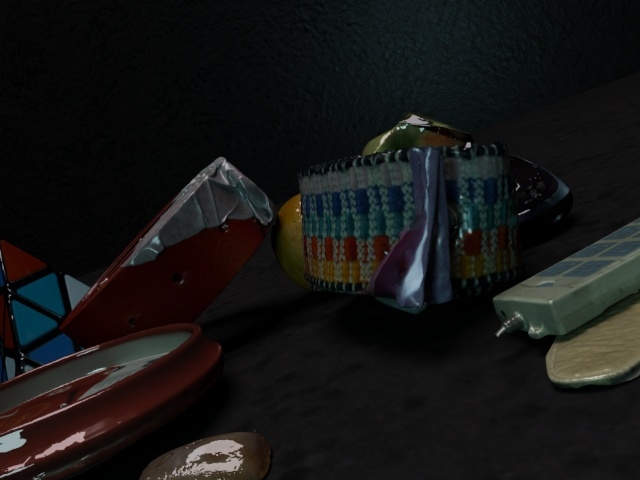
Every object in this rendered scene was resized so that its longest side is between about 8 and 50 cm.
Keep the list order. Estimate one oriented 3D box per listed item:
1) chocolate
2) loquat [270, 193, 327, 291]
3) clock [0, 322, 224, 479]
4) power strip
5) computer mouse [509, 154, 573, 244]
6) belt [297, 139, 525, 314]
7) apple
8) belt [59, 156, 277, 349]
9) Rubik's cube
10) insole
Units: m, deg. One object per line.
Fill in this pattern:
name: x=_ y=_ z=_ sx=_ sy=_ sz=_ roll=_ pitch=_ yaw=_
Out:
chocolate: x=-0.086 y=0.161 z=0.461 sx=0.101 sy=0.031 sz=0.064 roll=-19 pitch=14 yaw=7
loquat: x=0.000 y=0.000 z=0.865 sx=0.141 sy=0.141 sz=0.141 roll=-21 pitch=9 yaw=3
clock: x=-0.242 y=0.169 z=0.625 sx=0.319 sy=0.080 sz=0.318 roll=-18 pitch=5 yaw=2
power strip: x=0.223 y=0.019 z=0.502 sx=0.227 sy=0.029 sz=0.080 roll=-25 pitch=6 yaw=-16
computer mouse: x=0.202 y=-0.049 z=0.818 sx=0.137 sy=0.096 sz=0.233 roll=-26 pitch=11 yaw=-21
belt: x=0.091 y=-0.009 z=0.669 sx=0.207 sy=0.160 sz=0.295 roll=-6 pitch=5 yaw=-22
apple: x=0.169 y=-0.129 z=1.146 sx=0.207 sy=0.173 sz=0.188 roll=-22 pitch=-11 yaw=9
belt: x=-0.194 y=0.029 z=0.852 sx=0.324 sy=0.115 sz=0.227 roll=-43 pitch=17 yaw=13
Rubik's cube: x=-0.387 y=0.144 z=0.888 sx=0.284 sy=0.250 sz=0.234 roll=-18 pitch=28 yaw=-5
insole: x=0.229 y=0.043 z=0.483 sx=0.081 sy=0.011 sz=0.248 roll=-15 pitch=11 yaw=39
